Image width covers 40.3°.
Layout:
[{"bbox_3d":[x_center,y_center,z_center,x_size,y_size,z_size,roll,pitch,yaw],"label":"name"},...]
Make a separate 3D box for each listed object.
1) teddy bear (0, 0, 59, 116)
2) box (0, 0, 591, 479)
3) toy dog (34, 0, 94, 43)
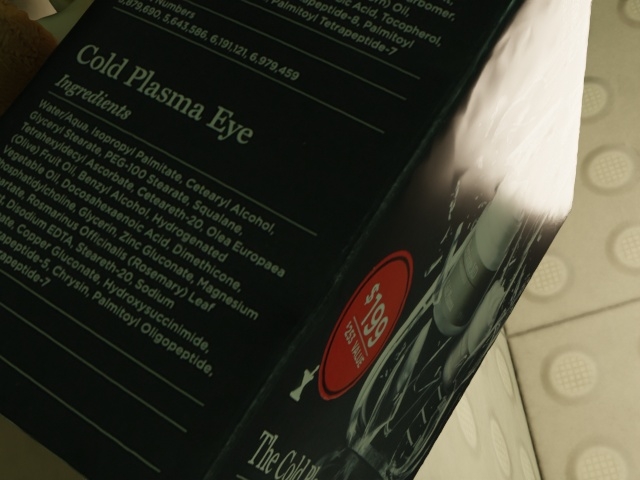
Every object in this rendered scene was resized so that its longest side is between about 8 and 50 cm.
[{"bbox_3d":[-0.264,-0.111,0.353,0.338,0.113,0.245,24,42,-56],"label":"teddy bear"},{"bbox_3d":[0.000,0.000,0.495,0.313,0.178,0.343,-58,157,-13],"label":"box"},{"bbox_3d":[-0.131,-0.365,0.642,0.395,0.284,0.408,-28,92,-55],"label":"toy dog"}]
